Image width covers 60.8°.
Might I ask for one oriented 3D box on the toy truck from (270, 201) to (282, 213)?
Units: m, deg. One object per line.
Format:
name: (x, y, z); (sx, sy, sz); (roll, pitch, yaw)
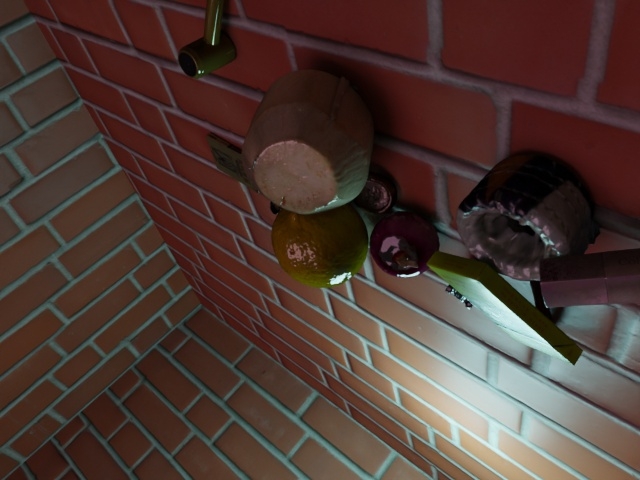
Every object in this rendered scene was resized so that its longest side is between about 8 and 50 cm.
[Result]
toy truck: (-0.026, -0.079, 1.635); (0.257, 0.127, 0.127); (48, 132, 25)

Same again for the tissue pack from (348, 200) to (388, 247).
tissue pack: (0.066, -0.124, 1.498); (0.325, 0.071, 0.170); (52, 157, -12)

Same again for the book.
book: (-0.303, -0.272, 1.916); (0.231, 0.026, 0.161); (31, 151, 30)

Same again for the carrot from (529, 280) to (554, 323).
carrot: (0.510, 0.150, 1.253); (0.037, 0.037, 0.190); (16, 138, 48)

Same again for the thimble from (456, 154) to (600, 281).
thimble: (0.389, -0.035, 1.029); (0.237, 0.150, 0.237); (35, 154, 20)

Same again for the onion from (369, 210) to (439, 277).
onion: (0.208, 0.012, 1.373); (0.177, 0.153, 0.177); (32, 146, 25)

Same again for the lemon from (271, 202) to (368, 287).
lemon: (0.000, 0.000, 1.409); (0.267, 0.267, 0.267); (36, 153, 22)

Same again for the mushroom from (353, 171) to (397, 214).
mushroom: (0.136, -0.123, 1.383); (0.123, 0.052, 0.123); (11, 123, 17)

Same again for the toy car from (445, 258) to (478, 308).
toy car: (0.373, 0.100, 1.346); (0.080, 0.070, 0.170); (38, 156, 16)

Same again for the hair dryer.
hair dryer: (-0.280, -0.544, 1.372); (0.090, 0.135, 0.278); (41, 145, 12)

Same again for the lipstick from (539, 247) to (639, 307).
lipstick: (0.525, 0.055, 0.875); (0.318, 0.066, 0.068); (-8, 129, 27)

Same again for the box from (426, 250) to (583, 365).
box: (0.400, 0.145, 1.192); (0.335, 0.047, 0.187); (38, 173, -21)

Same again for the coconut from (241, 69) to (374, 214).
coconut: (-0.023, -0.222, 1.247); (0.323, 0.323, 0.322); (36, 153, 22)
